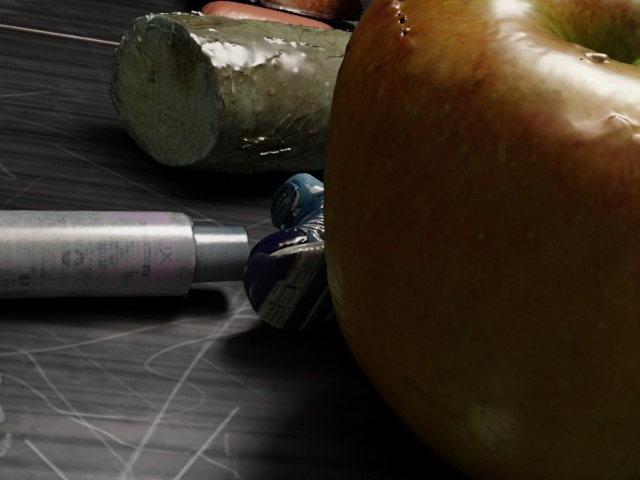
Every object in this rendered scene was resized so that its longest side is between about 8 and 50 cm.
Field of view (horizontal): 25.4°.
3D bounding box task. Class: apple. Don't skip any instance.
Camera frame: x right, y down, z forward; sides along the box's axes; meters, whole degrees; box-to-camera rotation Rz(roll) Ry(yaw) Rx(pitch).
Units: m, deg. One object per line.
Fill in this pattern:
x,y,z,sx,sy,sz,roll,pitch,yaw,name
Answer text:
0.172,-0.012,0.990,0.374,0.374,0.384,0,38,-26,apple

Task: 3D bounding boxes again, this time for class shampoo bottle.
-0.158,0.011,1.057,0.214,0.072,0.072,0,33,-22,shampoo bottle

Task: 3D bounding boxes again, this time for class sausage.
-0.053,-0.213,1.500,0.154,0.062,0.062,12,30,-5,sausage

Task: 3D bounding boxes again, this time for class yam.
-0.049,-0.130,1.284,0.254,0.154,0.154,1,32,-31,yam

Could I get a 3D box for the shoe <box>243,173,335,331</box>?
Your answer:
0.000,0.000,1.118,0.106,0.091,0.207,43,31,14,shoe

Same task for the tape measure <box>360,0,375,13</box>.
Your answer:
0.168,-0.258,1.474,0.243,0.125,0.246,-18,57,-2,tape measure

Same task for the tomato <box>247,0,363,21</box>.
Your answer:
-0.038,-0.337,1.586,0.214,0.155,0.181,21,12,34,tomato
